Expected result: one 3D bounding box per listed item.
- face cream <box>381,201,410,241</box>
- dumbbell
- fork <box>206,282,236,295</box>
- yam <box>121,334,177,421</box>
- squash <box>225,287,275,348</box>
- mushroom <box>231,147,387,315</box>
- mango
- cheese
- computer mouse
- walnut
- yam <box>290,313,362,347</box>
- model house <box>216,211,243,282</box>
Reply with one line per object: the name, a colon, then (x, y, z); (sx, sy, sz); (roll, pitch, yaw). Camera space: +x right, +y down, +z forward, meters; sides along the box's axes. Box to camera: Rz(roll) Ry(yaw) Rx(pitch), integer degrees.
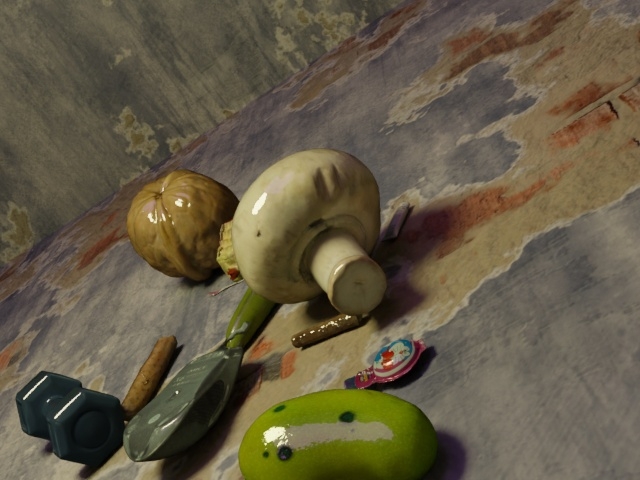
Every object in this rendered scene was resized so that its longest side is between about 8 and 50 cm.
face cream: (0.153, -0.037, 1.871); (0.038, 0.020, 0.115); (-19, 28, 37)
dumbbell: (-0.521, 0.362, 1.921); (0.156, 0.143, 0.316); (-46, 23, -23)
fork: (-0.219, 0.108, 2.166); (0.115, 0.012, 0.016); (-22, 29, 22)
yam: (-0.362, 0.285, 1.958); (0.057, 0.057, 0.241); (-23, 25, 31)
squash: (-0.139, 0.149, 1.886); (0.066, 0.066, 0.201); (-16, 36, 43)
mushroom: (-0.029, -0.016, 1.705); (0.315, 0.315, 0.356); (-30, 8, 16)
mango: (0.022, 0.280, 1.260); (0.293, 0.143, 0.175); (-13, 32, 28)
cheese: (0.100, 0.196, 1.442); (0.145, 0.038, 0.095); (-33, 21, 8)
computer mouse: (-0.215, 0.280, 1.700); (0.167, 0.090, 0.379); (-17, 23, 41)
walnut: (-0.325, -0.037, 2.277); (0.296, 0.285, 0.285); (-15, 28, 23)
yam: (0.012, 0.159, 1.669); (0.145, 0.032, 0.032); (-24, 24, 27)
model house: (-0.103, -0.014, 2.039); (0.196, 0.160, 0.254); (-18, 30, 40)
